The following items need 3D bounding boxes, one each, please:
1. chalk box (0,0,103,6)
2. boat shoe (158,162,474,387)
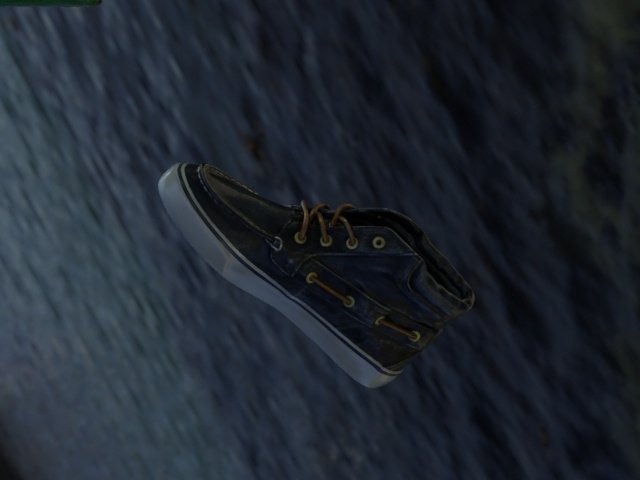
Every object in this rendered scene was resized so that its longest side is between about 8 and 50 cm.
[{"bbox_3d":[-0.212,-0.235,0.907,0.289,0.180,0.179,-110,22,-60],"label":"chalk box"},{"bbox_3d":[0.000,0.000,0.916,0.183,0.083,0.065,40,-156,-19],"label":"boat shoe"}]
